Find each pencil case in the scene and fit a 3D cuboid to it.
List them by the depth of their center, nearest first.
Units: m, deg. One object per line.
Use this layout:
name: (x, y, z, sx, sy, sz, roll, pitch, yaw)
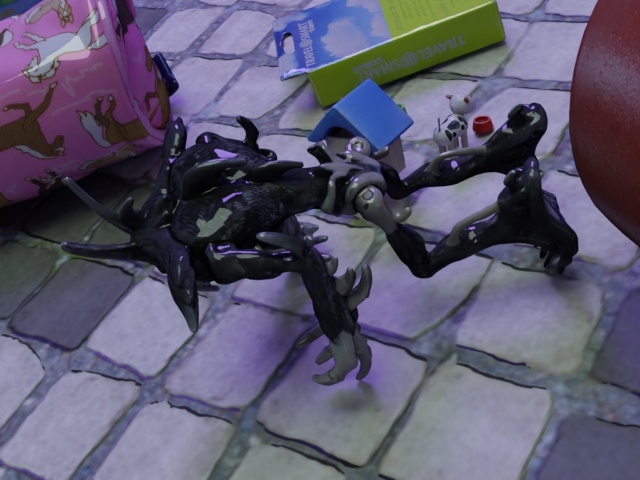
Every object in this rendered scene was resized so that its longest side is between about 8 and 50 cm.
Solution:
pencil case: (-0.320, -0.093, 0.790, 0.386, 0.160, 0.167, -21, 15, 6)

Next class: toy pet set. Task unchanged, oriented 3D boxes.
toy pet set: (0.041, -0.092, 0.656, 0.122, 0.065, 0.114, 13, 41, 37)

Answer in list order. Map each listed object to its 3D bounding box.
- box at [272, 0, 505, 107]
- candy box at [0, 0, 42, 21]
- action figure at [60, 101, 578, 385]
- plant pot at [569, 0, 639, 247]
box: (0.052, -0.175, 0.775, 0.178, 0.042, 0.109, -19, 39, 8)
candy box: (-0.403, -0.349, 0.984, 0.268, 0.317, 0.122, -27, 40, -2)
action figure: (0.000, 0.000, 0.542, 0.276, 0.141, 0.164, -8, 43, -3)
plant pot: (0.255, -0.035, 0.368, 0.272, 0.272, 0.265, -31, 32, -6)
